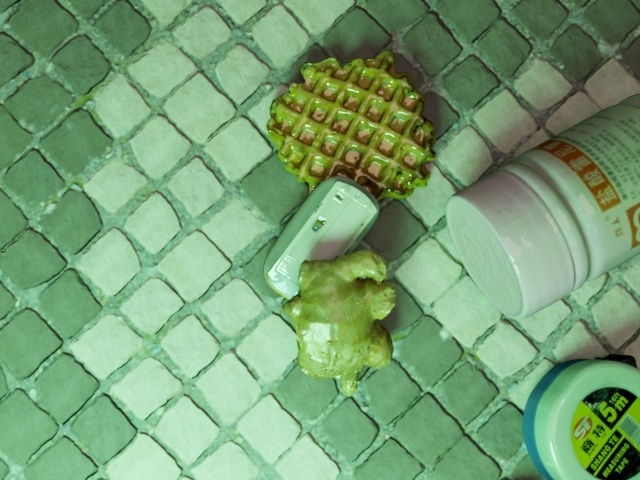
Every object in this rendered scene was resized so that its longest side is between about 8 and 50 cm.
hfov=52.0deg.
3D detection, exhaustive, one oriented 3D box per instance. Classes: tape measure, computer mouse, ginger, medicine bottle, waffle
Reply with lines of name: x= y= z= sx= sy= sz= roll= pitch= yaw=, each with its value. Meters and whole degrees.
tape measure: x=0.361 y=0.327 z=0.928 sx=0.215 sy=0.098 sz=0.351 roll=43 pitch=76 yaw=-1
computer mouse: x=0.000 y=-0.001 z=0.948 sx=0.102 sy=0.045 sz=0.199 roll=34 pitch=103 yaw=-11
ginger: x=0.028 y=0.120 z=0.920 sx=0.157 sy=0.102 sz=0.216 roll=-10 pitch=108 yaw=-10
medicine bottle: x=0.357 y=-0.049 z=0.914 sx=0.315 sy=0.202 sz=0.202 roll=-29 pitch=88 yaw=-7
waffle: x=0.047 y=-0.163 z=0.979 sx=0.237 sy=0.059 sz=0.244 roll=-22 pitch=85 yaw=-2
